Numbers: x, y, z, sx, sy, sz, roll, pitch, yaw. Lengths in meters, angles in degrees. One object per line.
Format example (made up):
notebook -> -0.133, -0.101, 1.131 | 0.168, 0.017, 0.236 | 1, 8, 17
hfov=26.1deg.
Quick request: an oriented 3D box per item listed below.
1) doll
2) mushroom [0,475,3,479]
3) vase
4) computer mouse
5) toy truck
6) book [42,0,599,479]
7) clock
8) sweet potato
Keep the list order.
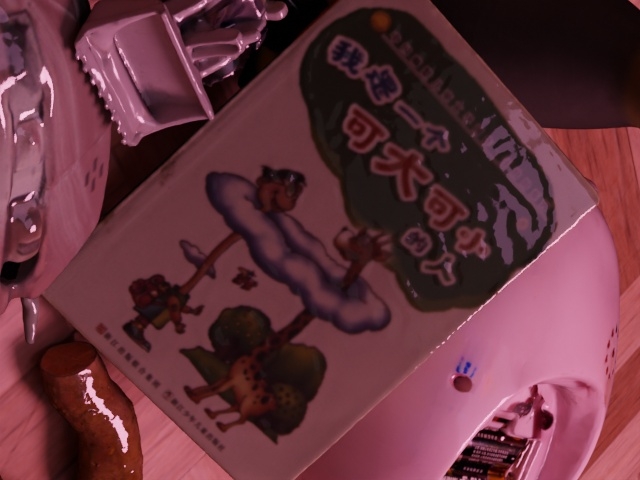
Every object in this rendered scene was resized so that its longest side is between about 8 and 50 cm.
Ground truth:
doll -> 0.003, -0.129, 1.147 | 0.249, 0.088, 0.127 | 66, 33, -49
mushroom -> -0.290, 0.217, 1.036 | 0.127, 0.087, 0.127 | -19, 121, -34
vase -> 0.234, -0.156, 1.189 | 0.173, 0.321, 0.173 | -24, 126, -37
computer mouse -> -0.222, -0.073, 0.930 | 0.199, 0.115, 0.389 | -24, 126, -31
toy truck -> -0.060, -0.196, 0.967 | 0.286, 0.111, 0.136 | -63, 149, -29
book -> 0.000, 0.000, 1.076 | 0.371, 0.043, 0.260 | -43, 103, 4
clock -> 0.131, 0.094, 1.275 | 0.368, 0.250, 0.377 | 19, 97, -49
sweet potato -> -0.176, 0.205, 1.165 | 0.067, 0.059, 0.281 | -4, 124, 4
